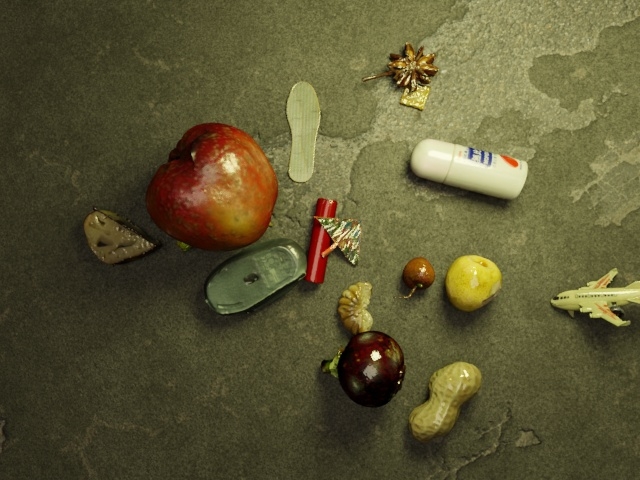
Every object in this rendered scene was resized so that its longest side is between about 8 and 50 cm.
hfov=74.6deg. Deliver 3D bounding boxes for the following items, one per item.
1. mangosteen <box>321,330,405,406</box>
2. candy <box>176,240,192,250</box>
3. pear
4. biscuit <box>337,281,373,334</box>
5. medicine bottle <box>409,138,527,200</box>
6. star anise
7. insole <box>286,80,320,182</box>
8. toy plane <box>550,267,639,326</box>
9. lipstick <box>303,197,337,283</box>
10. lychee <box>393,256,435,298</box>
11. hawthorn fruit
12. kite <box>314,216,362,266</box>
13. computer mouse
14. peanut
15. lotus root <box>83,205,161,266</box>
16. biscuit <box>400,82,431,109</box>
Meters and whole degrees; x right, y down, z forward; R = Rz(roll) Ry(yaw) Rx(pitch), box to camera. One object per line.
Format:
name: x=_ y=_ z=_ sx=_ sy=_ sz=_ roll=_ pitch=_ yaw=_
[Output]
mangosteen: x=0.120 y=0.393 z=1.305 sx=0.289 sy=0.231 sz=0.231 roll=-2 pitch=89 yaw=28
candy: x=-0.405 y=-0.029 z=1.448 sx=0.194 sy=0.058 sz=0.062 roll=-31 pitch=54 yaw=-5
pear: x=0.466 y=0.136 z=1.295 sx=0.178 sy=0.178 sz=0.178 roll=0 pitch=89 yaw=6
biscuit: x=0.114 y=0.230 z=1.378 sx=0.118 sy=0.061 sz=0.183 roll=-1 pitch=89 yaw=7
medicine bottle: x=0.451 y=-0.227 z=1.316 sx=0.341 sy=0.130 sz=0.130 roll=16 pitch=91 yaw=7
star anise: x=0.267 y=-0.567 z=1.366 sx=0.234 sy=0.073 sz=0.177 roll=15 pitch=73 yaw=4
insole: x=-0.062 y=-0.371 z=1.431 sx=0.119 sy=0.009 sz=0.348 roll=3 pitch=89 yaw=5
toy plane: x=0.838 y=0.176 z=1.259 sx=0.256 sy=0.242 sz=0.104 roll=-26 pitch=110 yaw=40
lipstick: x=0.001 y=0.000 z=1.387 sx=0.073 sy=0.073 sz=0.279 roll=10 pitch=89 yaw=6
lychee: x=0.309 y=0.120 z=1.338 sx=0.114 sy=0.101 sz=0.140 roll=-6 pitch=73 yaw=37
hawthorn fruit: x=-0.302 y=-0.144 z=1.289 sx=0.403 sy=0.403 sz=0.402 roll=0 pitch=89 yaw=6
kite: x=0.069 y=-0.013 z=1.376 sx=0.189 sy=0.009 sz=0.232 roll=-43 pitch=109 yaw=-19
computer mouse: x=-0.209 y=0.121 z=1.387 sx=0.374 sy=0.114 sz=0.203 roll=-24 pitch=89 yaw=12
peanut: x=0.383 y=0.505 z=1.317 sx=0.136 sy=0.120 sz=0.298 roll=35 pitch=94 yaw=29
lotus root: x=-0.704 y=0.000 z=1.460 sx=0.261 sy=0.074 sz=0.170 roll=38 pitch=94 yaw=4
biscuit: x=0.314 y=-0.480 z=1.390 sx=0.083 sy=0.018 sz=0.081 roll=19 pitch=91 yaw=7
